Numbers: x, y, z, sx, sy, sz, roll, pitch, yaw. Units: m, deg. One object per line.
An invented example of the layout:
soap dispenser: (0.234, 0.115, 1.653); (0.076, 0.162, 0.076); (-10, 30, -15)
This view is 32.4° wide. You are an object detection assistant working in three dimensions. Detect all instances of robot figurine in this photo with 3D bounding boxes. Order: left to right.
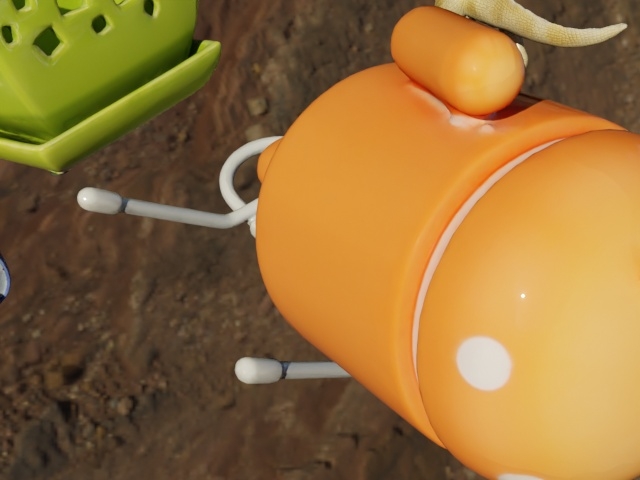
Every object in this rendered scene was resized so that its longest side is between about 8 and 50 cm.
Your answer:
robot figurine: (0.058, 0.006, 0.399); (0.128, 0.219, 0.158); (12, 102, -35)

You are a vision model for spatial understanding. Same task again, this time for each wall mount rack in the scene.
wall mount rack: (0.000, 0.000, 0.877); (0.304, 0.350, 0.131); (-30, 144, -26)

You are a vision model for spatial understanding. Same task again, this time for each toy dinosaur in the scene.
toy dinosaur: (0.071, -0.113, 0.511); (0.093, 0.053, 0.183); (82, -12, -47)

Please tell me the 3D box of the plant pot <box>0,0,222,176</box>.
plant pot: (-0.229, -0.189, 0.917); (0.228, 0.227, 0.207); (-37, 123, -32)

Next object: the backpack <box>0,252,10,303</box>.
backpack: (-0.429, 0.032, 1.016); (0.213, 0.263, 0.276); (55, 8, 33)
